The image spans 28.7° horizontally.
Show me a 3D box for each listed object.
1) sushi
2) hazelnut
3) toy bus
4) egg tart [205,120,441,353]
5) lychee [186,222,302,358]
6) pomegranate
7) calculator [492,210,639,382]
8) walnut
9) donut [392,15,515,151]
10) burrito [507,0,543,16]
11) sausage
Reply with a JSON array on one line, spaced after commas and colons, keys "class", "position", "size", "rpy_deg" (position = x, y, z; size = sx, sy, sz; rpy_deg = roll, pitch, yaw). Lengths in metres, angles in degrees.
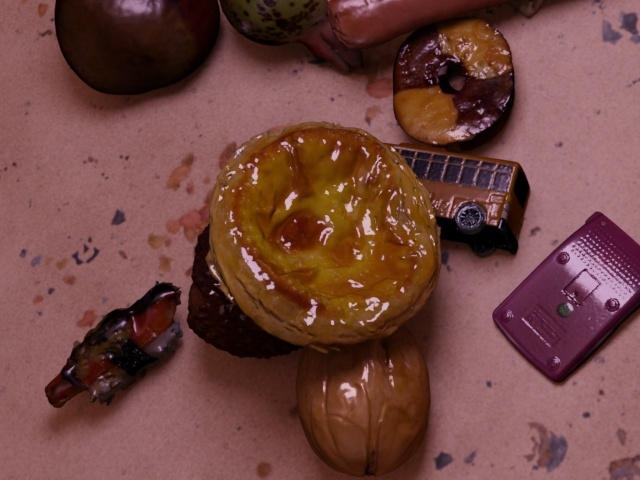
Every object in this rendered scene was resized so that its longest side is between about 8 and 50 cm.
[{"class": "sushi", "position": [-0.261, 0.143, 1.636], "size": [0.226, 0.097, 0.103], "rpy_deg": [-37, 104, 0]}, {"class": "hazelnut", "position": [-0.254, -0.317, 1.764], "size": [0.230, 0.229, 0.229], "rpy_deg": [-7, 68, 18]}, {"class": "toy bus", "position": [0.150, -0.056, 1.558], "size": [0.201, 0.098, 0.114], "rpy_deg": [11, 74, 23]}, {"class": "egg tart", "position": [0.000, 0.000, 1.452], "size": [0.295, 0.116, 0.294], "rpy_deg": [7, 62, -14]}, {"class": "lychee", "position": [-0.076, 0.058, 1.562], "size": [0.188, 0.188, 0.188], "rpy_deg": [-7, 68, 18]}, {"class": "pomegranate", "position": [-0.020, -0.331, 1.690], "size": [0.214, 0.214, 0.248], "rpy_deg": [-39, 99, 3]}, {"class": "calculator", "position": [0.306, 0.067, 1.490], "size": [0.190, 0.034, 0.126], "rpy_deg": [-44, 64, 1]}, {"class": "walnut", "position": [0.050, 0.177, 1.478], "size": [0.159, 0.159, 0.206], "rpy_deg": [-14, 62, 15]}, {"class": "donut", "position": [0.175, -0.196, 1.616], "size": [0.166, 0.073, 0.184], "rpy_deg": [-20, 64, 13]}, {"class": "burrito", "position": [0.231, -0.370, 1.677], "size": [0.058, 0.045, 0.188], "rpy_deg": [-42, 61, -1]}, {"class": "sausage", "position": [0.213, -0.335, 1.589], "size": [0.419, 0.094, 0.094], "rpy_deg": [-15, 99, 2]}]
